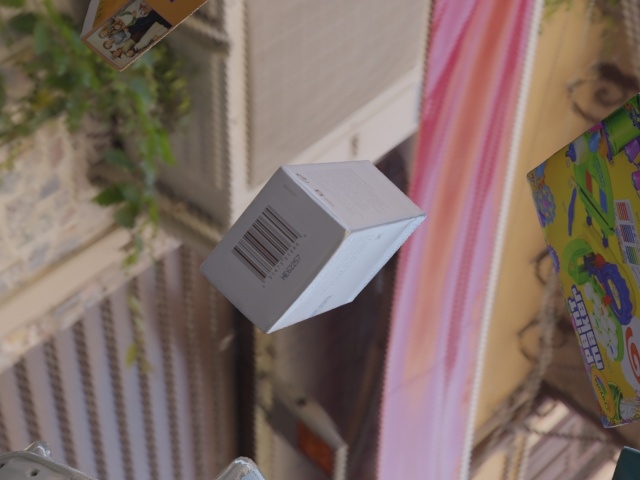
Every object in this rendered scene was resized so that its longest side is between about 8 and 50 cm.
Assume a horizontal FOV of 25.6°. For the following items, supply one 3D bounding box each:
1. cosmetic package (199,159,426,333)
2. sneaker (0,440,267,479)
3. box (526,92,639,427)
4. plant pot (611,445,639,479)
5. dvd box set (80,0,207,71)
[{"bbox_3d":[0.000,0.000,1.205,0.085,0.231,0.117,44,-72,13],"label":"cosmetic package"},{"bbox_3d":[-0.131,0.127,0.467,0.099,0.262,0.121,107,-19,-54],"label":"sneaker"},{"bbox_3d":[0.372,0.014,1.410,0.279,0.177,0.290,138,-63,-70],"label":"box"},{"bbox_3d":[0.430,0.343,1.496,0.234,0.165,0.166,12,-13,36],"label":"plant pot"},{"bbox_3d":[-0.063,-0.385,1.422,0.420,0.307,0.062,-33,-58,32],"label":"dvd box set"}]
